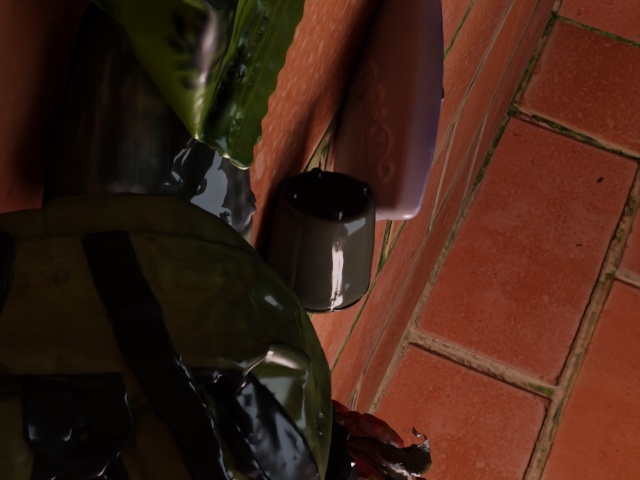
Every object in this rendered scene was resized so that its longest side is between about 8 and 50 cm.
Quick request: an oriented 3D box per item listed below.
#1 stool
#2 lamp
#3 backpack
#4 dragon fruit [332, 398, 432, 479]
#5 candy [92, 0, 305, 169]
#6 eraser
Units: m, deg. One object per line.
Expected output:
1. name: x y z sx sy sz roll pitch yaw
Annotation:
1. stool: 0.000 0.000 1.119 0.096 0.096 0.110 -56 159 -51
2. lamp: -0.081 -0.018 0.621 0.101 0.101 0.250 -50 145 -62
3. backpack: -0.088 0.095 0.545 0.253 0.207 0.140 85 -3 -48
4. dragon fruit: -0.036 0.246 1.045 0.291 0.250 0.269 -103 -142 -81
5. candy: -0.069 -0.134 0.500 0.246 0.069 0.149 41 65 -52
6. eraser: 0.058 -0.134 1.191 0.204 0.059 0.243 168 -68 -76
